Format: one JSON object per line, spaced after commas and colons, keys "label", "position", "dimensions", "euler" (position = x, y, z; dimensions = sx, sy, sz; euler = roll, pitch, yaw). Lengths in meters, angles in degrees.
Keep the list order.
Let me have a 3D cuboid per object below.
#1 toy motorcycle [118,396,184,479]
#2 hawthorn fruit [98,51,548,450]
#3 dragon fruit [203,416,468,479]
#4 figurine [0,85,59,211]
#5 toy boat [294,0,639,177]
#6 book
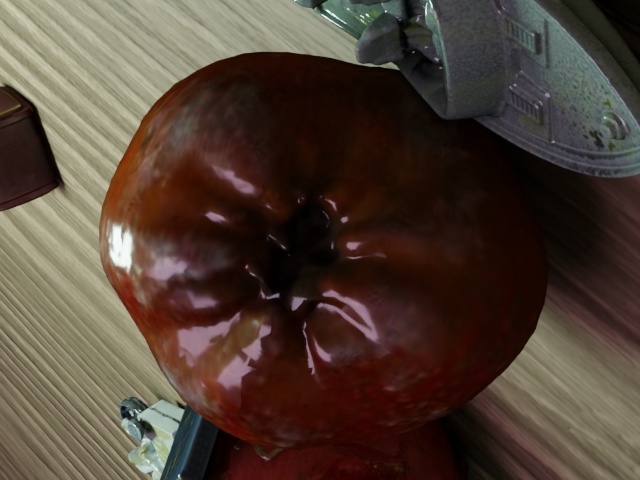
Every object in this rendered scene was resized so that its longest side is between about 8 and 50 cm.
{"label": "toy motorcycle", "position": [-0.162, 0.264, 2.063], "dimensions": [0.229, 0.074, 0.151], "euler": [12, 127, 47]}
{"label": "hawthorn fruit", "position": [0.000, 0.000, 1.118], "dimensions": [0.284, 0.284, 0.284], "euler": [44, 155, 26]}
{"label": "dragon fruit", "position": [0.012, 0.224, 1.444], "dimensions": [0.252, 0.241, 0.241], "euler": [57, 158, -4]}
{"label": "figurine", "position": [-0.357, -0.102, 1.950], "dimensions": [0.098, 0.082, 0.154], "euler": [53, 163, 44]}
{"label": "toy boat", "position": [0.080, -0.128, 0.993], "dimensions": [0.319, 0.092, 0.141], "euler": [38, 155, 34]}
{"label": "book", "position": [-0.087, 0.110, 1.469], "dimensions": [0.025, 0.269, 0.191], "euler": [21, 153, -5]}
